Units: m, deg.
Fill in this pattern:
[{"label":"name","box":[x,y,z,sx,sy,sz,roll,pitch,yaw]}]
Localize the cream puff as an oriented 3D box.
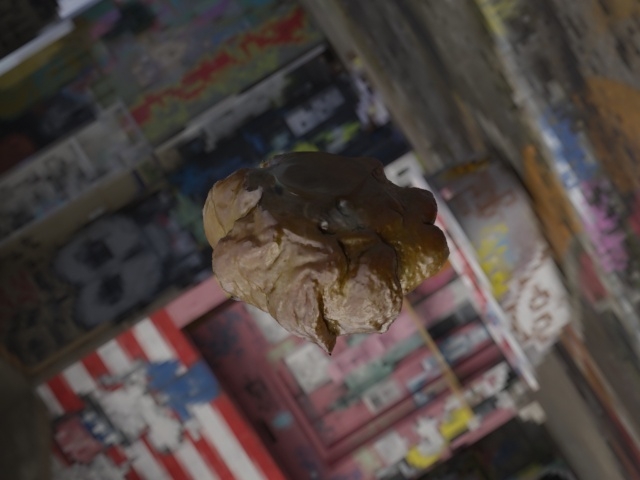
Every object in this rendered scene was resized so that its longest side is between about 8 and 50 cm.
[{"label":"cream puff","box":[0.000,0.000,1.725,0.241,0.269,0.155,-55,-23,-50]}]
